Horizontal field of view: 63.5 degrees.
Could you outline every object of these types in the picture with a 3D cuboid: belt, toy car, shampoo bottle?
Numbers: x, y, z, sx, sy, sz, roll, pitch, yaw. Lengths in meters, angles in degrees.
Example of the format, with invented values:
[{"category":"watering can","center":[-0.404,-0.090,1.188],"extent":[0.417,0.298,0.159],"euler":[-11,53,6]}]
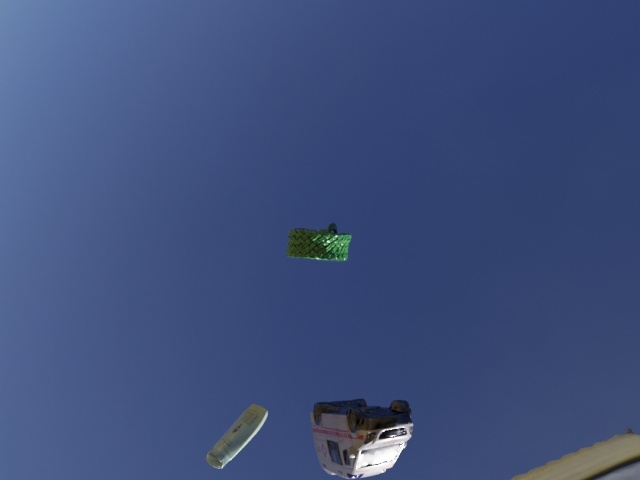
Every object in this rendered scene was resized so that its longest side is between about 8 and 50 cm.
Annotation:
[{"category":"belt","center":[0.000,0.000,1.072],"extent":[0.121,0.151,0.079],"euler":[6,-90,35]},{"category":"toy car","center":[0.058,0.286,0.743],"extent":[0.209,0.089,0.108],"euler":[145,-56,-62]},{"category":"shampoo bottle","center":[-0.225,0.532,1.415],"extent":[0.072,0.212,0.049],"euler":[15,-62,24]}]

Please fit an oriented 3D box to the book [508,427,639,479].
[{"category":"book","center":[0.089,0.312,0.291],"extent":[0.028,0.262,0.375],"euler":[-150,-133,-69]}]
